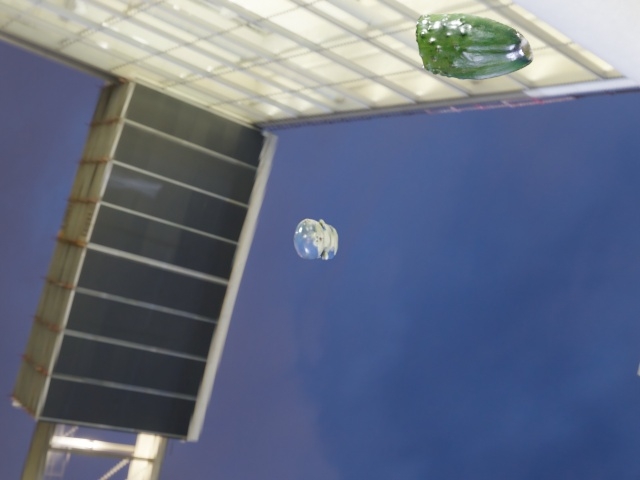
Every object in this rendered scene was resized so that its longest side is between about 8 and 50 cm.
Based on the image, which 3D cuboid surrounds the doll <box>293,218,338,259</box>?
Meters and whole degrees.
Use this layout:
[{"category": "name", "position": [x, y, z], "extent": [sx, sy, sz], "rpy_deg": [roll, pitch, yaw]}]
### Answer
[{"category": "doll", "position": [0.000, 0.000, 0.740], "extent": [0.027, 0.125, 0.037], "rpy_deg": [-5, -92, 13]}]

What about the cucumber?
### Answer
[{"category": "cucumber", "position": [0.134, -0.165, 0.698], "extent": [0.107, 0.067, 0.035], "rpy_deg": [18, -119, 48]}]
